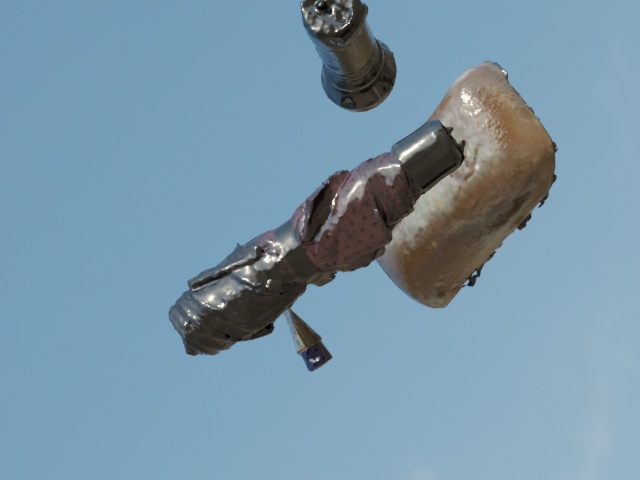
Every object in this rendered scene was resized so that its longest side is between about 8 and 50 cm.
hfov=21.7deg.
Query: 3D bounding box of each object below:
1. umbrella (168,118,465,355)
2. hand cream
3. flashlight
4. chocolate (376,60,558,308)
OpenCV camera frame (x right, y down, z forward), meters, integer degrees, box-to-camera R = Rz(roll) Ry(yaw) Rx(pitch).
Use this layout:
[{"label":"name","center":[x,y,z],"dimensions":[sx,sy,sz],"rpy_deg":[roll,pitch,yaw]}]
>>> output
[{"label":"umbrella","center":[0.000,0.000,1.566],"dimensions":[0.326,0.094,0.090],"rpy_deg":[-35,7,10]},{"label":"hand cream","center":[-0.047,0.089,2.050],"dimensions":[0.039,0.163,0.062],"rpy_deg":[-38,-5,-9]},{"label":"flashlight","center":[0.027,-0.217,1.865],"dimensions":[0.093,0.093,0.232],"rpy_deg":[-57,-18,-6]},{"label":"chocolate","center":[0.127,-0.049,1.732],"dimensions":[0.083,0.161,0.261],"rpy_deg":[-10,-37,-48]}]
